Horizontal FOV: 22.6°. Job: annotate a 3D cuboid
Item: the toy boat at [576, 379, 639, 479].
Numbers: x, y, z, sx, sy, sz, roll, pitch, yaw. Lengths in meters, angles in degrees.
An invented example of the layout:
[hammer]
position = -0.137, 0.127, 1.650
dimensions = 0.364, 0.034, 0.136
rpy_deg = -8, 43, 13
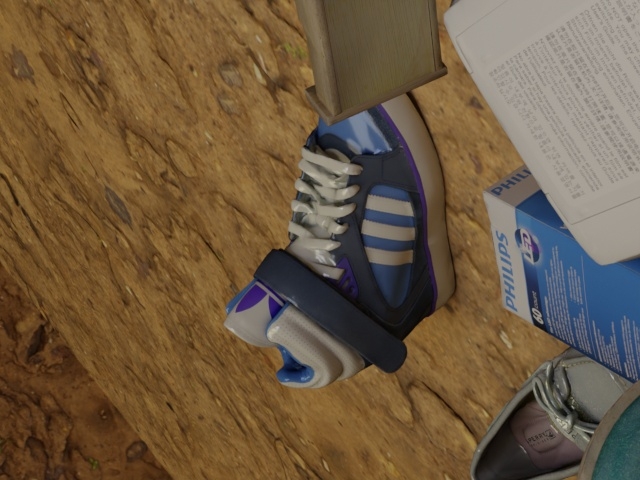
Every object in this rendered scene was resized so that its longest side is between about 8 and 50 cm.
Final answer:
[toy boat]
position = 0.339, 0.212, 1.144
dimensions = 0.148, 0.318, 0.267
rpy_deg = 118, 157, -71

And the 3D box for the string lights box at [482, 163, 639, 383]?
[string lights box]
position = 0.253, 0.040, 1.320
dimensions = 0.260, 0.077, 0.133
rpy_deg = 33, 147, 45

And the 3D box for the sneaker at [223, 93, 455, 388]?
[sneaker]
position = 0.000, 0.000, 1.574
dimensions = 0.130, 0.236, 0.323
rpy_deg = 30, 146, 47

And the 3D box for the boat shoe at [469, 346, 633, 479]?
[boat shoe]
position = 0.231, 0.171, 1.500
dimensions = 0.118, 0.103, 0.320
rpy_deg = 55, 158, 6

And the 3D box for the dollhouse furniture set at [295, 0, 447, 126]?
[dollhouse furniture set]
position = -0.009, -0.235, 1.269
dimensions = 0.242, 0.212, 0.161
rpy_deg = 55, 164, 41

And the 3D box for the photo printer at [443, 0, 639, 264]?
[photo printer]
position = 0.235, -0.124, 1.104
dimensions = 0.256, 0.107, 0.307
rpy_deg = 57, 157, -1
